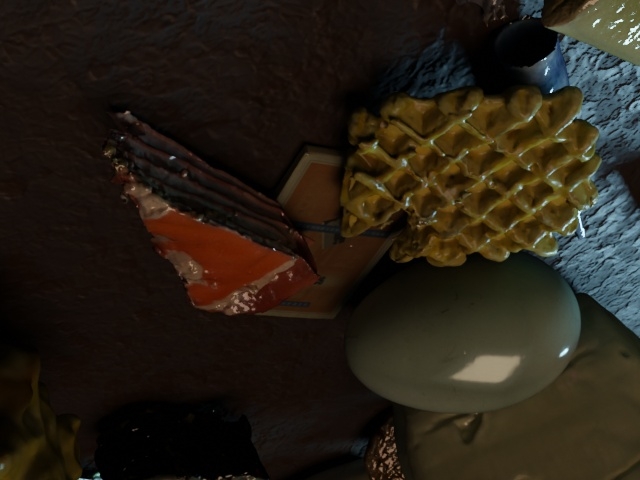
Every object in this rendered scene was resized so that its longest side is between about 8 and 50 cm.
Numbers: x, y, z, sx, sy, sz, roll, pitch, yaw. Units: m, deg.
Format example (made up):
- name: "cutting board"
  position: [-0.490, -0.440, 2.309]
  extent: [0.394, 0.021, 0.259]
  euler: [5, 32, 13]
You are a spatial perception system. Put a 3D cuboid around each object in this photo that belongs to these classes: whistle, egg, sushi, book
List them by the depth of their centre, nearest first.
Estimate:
- name: "whistle"
  position: [0.228, -0.098, 0.986]
  extent: [0.062, 0.062, 0.304]
  euler: [-25, 144, 6]
- name: "book"
  position: [0.000, 0.001, 1.037]
  extent: [0.170, 0.018, 0.242]
  euler: [7, 135, -32]
- name: "egg"
  position: [0.156, 0.101, 1.101]
  extent: [0.264, 0.183, 0.183]
  euler: [-11, 143, -2]
- name: "sushi"
  position: [-0.164, 0.268, 1.218]
  extent: [0.212, 0.115, 0.147]
  euler: [12, 136, -38]

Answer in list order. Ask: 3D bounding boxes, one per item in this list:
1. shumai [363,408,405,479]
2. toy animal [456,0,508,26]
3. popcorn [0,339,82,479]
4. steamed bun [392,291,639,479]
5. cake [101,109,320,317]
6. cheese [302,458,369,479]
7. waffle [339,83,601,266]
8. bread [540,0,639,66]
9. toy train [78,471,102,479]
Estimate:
- name: "shumai"
  position: [0.125, 0.301, 1.426]
  extent: [0.123, 0.139, 0.105]
  euler: [16, 170, -2]
- name: "toy animal"
  position: [0.148, -0.200, 0.843]
  extent: [0.084, 0.028, 0.050]
  euler: [-6, 133, -17]
- name: "popcorn"
  position: [-0.352, 0.230, 0.907]
  extent: [0.312, 0.312, 0.312]
  euler: [-13, 143, -10]
- name: "steamed bun"
  position: [0.319, 0.318, 1.232]
  extent: [0.371, 0.456, 0.290]
  euler: [-24, 153, 2]
- name: "cake"
  position: [-0.116, -0.013, 0.889]
  extent: [0.135, 0.098, 0.287]
  euler: [-21, 144, 22]
- name: "cheese"
  position: [0.039, 0.445, 1.528]
  extent: [0.233, 0.127, 0.266]
  euler: [-16, 145, -6]
- name: "waffle"
  position: [0.142, -0.054, 0.946]
  extent: [0.249, 0.056, 0.261]
  euler: [-3, 142, 0]
- name: "bread"
  position: [0.292, -0.218, 0.863]
  extent: [0.178, 0.060, 0.139]
  euler: [13, 133, -37]
- name: "toy train"
  position: [-0.320, 0.349, 1.230]
  extent: [0.082, 0.131, 0.204]
  euler: [-39, 140, 22]
